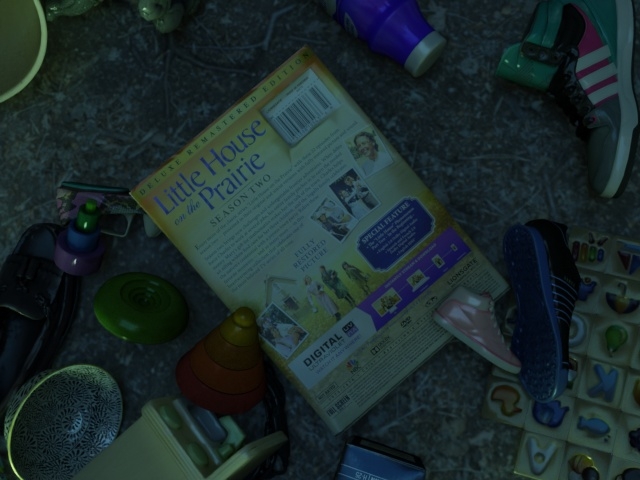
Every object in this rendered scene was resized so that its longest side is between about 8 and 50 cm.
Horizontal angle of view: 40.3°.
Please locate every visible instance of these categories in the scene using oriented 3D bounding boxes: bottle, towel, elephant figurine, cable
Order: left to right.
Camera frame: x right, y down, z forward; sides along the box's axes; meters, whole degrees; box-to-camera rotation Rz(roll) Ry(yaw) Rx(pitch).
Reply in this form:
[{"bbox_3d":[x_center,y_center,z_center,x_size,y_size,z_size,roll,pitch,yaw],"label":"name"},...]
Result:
[{"bbox_3d":[-0.296,-0.405,1.254,0.239,0.169,0.186,23,54,24],"label":"elephant figurine"},{"bbox_3d":[-0.120,0.239,1.178,0.150,0.047,0.185,-12,84,8],"label":"cable"},{"bbox_3d":[0.052,-0.344,1.220,0.283,0.118,0.092,44,86,10],"label":"bottle"},{"bbox_3d":[0.412,0.299,1.122,0.119,0.029,0.067,-16,80,2],"label":"towel"}]

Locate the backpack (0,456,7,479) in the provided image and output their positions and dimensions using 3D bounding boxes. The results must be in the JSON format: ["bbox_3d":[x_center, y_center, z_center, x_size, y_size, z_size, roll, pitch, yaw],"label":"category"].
[{"bbox_3d":[-0.494,0.346,1.156,0.158,0.117,0.173,-20,76,1],"label":"backpack"}]

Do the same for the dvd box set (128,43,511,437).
[{"bbox_3d":[0.000,0.000,1.154,0.307,0.062,0.420,-41,91,-3],"label":"dvd box set"}]

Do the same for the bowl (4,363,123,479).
[{"bbox_3d":[-0.355,0.233,1.159,0.080,0.170,0.170,17,81,40],"label":"bowl"}]

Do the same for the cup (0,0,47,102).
[{"bbox_3d":[-0.538,-0.377,1.206,0.330,0.331,0.237,-9,53,4],"label":"cup"}]

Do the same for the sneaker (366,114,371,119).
[{"bbox_3d":[0.016,-0.160,1.232,0.098,0.038,0.069,25,83,9],"label":"sneaker"}]

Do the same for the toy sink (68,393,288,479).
[{"bbox_3d":[-0.182,0.275,1.085,0.234,0.153,0.131,-41,77,9],"label":"toy sink"}]

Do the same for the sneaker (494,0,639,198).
[{"bbox_3d":[0.323,-0.203,1.165,0.178,0.124,0.296,4,73,1],"label":"sneaker"}]

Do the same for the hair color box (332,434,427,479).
[{"bbox_3d":[0.028,0.423,1.063,0.105,0.174,0.348,17,82,7],"label":"hair color box"}]

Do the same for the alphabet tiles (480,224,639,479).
[{"bbox_3d":[0.376,0.160,1.141,0.285,0.011,0.343,14,78,11],"label":"alphabet tiles"}]

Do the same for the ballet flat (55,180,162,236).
[{"bbox_3d":[-0.264,-0.044,1.227,0.221,0.077,0.079,0,98,7],"label":"ballet flat"}]

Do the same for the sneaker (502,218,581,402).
[{"bbox_3d":[0.298,0.088,1.125,0.090,0.081,0.233,-8,93,-35],"label":"sneaker"}]

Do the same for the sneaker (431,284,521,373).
[{"bbox_3d":[0.213,0.109,1.106,0.134,0.051,0.070,36,94,-3],"label":"sneaker"}]

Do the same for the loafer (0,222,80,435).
[{"bbox_3d":[-0.407,0.118,1.194,0.109,0.095,0.303,10,82,9],"label":"loafer"}]

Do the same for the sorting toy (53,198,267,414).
[{"bbox_3d":[-0.202,0.063,1.125,0.365,0.127,0.126,36,126,20],"label":"sorting toy"}]
